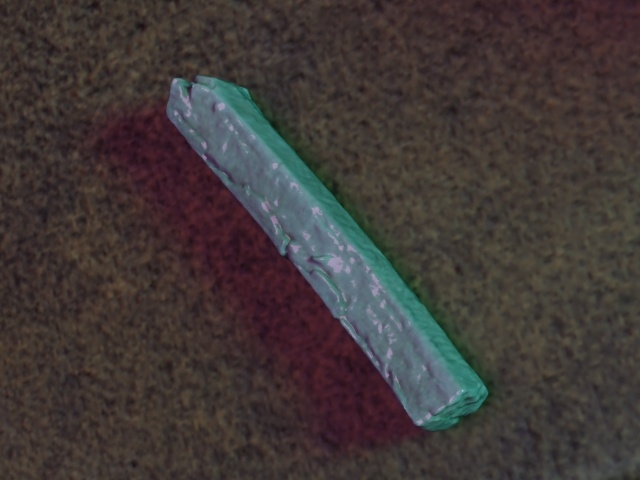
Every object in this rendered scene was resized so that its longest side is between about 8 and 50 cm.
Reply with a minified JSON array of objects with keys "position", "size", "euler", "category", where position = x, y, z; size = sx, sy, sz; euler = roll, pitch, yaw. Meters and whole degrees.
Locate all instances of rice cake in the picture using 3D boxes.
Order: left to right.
[{"position":[0.000,0.000,0.788],"size":[0.042,0.045,0.245],"euler":[-48,66,17],"category":"rice cake"}]
